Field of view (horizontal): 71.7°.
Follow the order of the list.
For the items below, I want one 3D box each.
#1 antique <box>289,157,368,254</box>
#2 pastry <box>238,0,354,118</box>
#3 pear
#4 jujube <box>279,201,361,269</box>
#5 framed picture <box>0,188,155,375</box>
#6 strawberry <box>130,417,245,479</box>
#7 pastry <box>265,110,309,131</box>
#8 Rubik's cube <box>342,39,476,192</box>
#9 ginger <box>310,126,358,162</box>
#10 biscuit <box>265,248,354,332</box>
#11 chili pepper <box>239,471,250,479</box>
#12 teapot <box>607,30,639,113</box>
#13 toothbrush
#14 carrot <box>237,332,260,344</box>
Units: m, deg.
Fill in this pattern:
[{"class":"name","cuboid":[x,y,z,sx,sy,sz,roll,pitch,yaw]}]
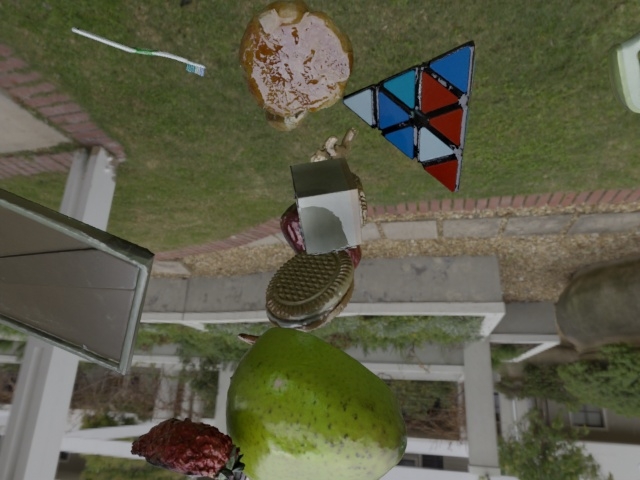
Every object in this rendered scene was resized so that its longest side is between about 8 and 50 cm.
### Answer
[{"class":"antique","cuboid":[0.019,-0.073,0.933,0.148,0.146,0.151,-11,128,-3]},{"class":"pastry","cuboid":[-0.050,-0.332,0.843,0.219,0.100,0.229,32,126,-22]},{"class":"pear","cuboid":[0.008,0.360,0.836,0.318,0.238,0.342,-2,119,32]},{"class":"jujube","cuboid":[0.000,0.000,1.584,0.318,0.223,0.223,45,144,-17]},{"class":"framed picture","cuboid":[-0.307,0.035,0.455,0.260,0.023,0.189,23,124,-4]},{"class":"strawberry","cuboid":[-0.217,0.351,0.751,0.192,0.085,0.140,-8,146,43]},{"class":"pastry","cuboid":[-0.100,-0.450,1.474,0.193,0.182,0.093,1,155,48]},{"class":"Rubik's cube","cuboid":[0.232,-0.199,0.780,0.285,0.234,0.250,-17,-172,-13]},{"class":"ginger","cuboid":[0.053,-0.321,1.588,0.065,0.258,0.149,29,167,33]},{"class":"biscuit","cuboid":[-0.029,0.116,1.110,0.259,0.259,0.079,-9,128,30]},{"class":"chili pepper","cuboid":[-0.083,0.655,1.363,0.229,0.251,0.305,27,-174,7]},{"class":"teapot","cuboid":[0.799,-0.399,0.911,0.239,0.321,0.239,36,165,47]},{"class":"toothbrush","cuboid":[-0.427,-0.454,1.054,0.304,0.030,0.030,14,159,-15]},{"class":"carrot","cuboid":[-0.171,0.286,1.242,0.036,0.035,0.165,-12,146,36]}]
